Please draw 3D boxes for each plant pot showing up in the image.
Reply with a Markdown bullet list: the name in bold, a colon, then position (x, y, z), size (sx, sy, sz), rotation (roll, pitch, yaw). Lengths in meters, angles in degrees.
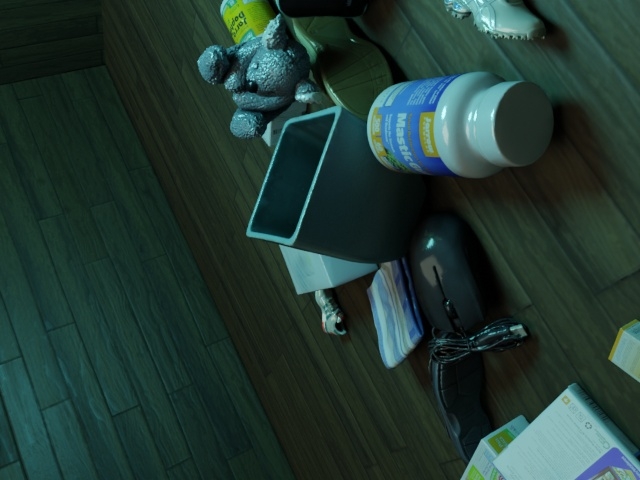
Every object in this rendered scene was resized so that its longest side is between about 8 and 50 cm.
- **plant pot**: position (0.047, -0.075, 1.128), size (0.248, 0.252, 0.247), rotation (10, 79, 65)

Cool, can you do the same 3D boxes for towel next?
- **towel**: position (0.153, 0.146, 1.269), size (0.285, 0.034, 0.209), rotation (103, 157, -65)

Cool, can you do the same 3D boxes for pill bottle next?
- **pill bottle**: position (-0.144, -0.481, 1.410), size (0.208, 0.118, 0.117), rotation (63, 154, 14)
- **pill bottle**: position (0.202, -0.171, 0.899), size (0.272, 0.152, 0.152), rotation (17, 123, 61)

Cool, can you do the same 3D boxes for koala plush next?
- **koala plush**: position (-0.088, -0.322, 1.137), size (0.196, 0.203, 0.221), rotation (61, 159, -14)

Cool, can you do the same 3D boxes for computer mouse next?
- **computer mouse**: position (0.232, 0.080, 1.054), size (0.189, 0.072, 0.272), rotation (-22, 81, 33)

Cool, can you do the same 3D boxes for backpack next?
- **backpack**: position (-0.004, -0.477, 1.043), size (0.144, 0.188, 0.166), rotation (62, 155, 16)

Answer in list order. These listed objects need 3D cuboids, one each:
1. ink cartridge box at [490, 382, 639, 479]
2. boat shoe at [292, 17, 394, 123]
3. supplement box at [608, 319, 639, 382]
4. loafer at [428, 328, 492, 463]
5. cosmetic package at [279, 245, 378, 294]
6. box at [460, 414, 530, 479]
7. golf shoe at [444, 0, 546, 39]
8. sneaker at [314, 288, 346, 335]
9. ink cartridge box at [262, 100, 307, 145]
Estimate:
- **ink cartridge box**: position (0.403, 0.370, 0.939), size (0.206, 0.045, 0.208), rotation (52, 126, 32)
- **boat shoe**: position (0.049, -0.324, 1.151), size (0.110, 0.122, 0.341), rotation (75, 172, -57)
- **supplement box**: position (0.442, 0.160, 0.795), size (0.098, 0.036, 0.062), rotation (44, 145, 43)
- **loafer**: position (0.264, 0.302, 1.192), size (0.095, 0.109, 0.302), rotation (21, 129, 65)
- **cosmetic package**: position (0.000, 0.000, 1.459), size (0.225, 0.138, 0.224), rotation (-23, 88, 64)
- **box**: position (0.349, 0.439, 1.116), size (0.114, 0.103, 0.203), rotation (50, 149, 37)
- **golf shoe**: position (0.239, -0.329, 0.811), size (0.176, 0.069, 0.086), rotation (48, 141, 38)
- **sneaker**: position (0.036, 0.188, 1.639), size (0.075, 0.057, 0.161), rotation (8, 116, 44)
- **ink cartridge box**: position (-0.090, -0.307, 1.454), size (0.056, 0.099, 0.135), rotation (53, 150, 34)
